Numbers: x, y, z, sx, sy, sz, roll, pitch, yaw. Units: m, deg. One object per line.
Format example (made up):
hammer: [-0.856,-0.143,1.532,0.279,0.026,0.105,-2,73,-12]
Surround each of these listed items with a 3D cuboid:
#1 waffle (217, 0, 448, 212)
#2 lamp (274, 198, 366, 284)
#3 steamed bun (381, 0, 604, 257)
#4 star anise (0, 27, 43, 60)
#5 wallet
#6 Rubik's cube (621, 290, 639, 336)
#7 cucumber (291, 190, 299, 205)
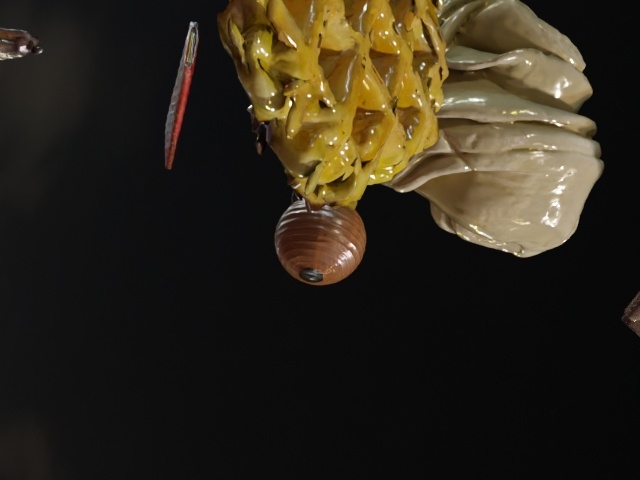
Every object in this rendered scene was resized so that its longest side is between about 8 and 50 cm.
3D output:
waffle: [0.007,-0.215,0.840,0.095,0.382,0.379,-6,-79,23]
lamp: [0.000,0.000,1.646,0.136,0.136,0.136,10,-78,51]
steamed bun: [0.180,-0.140,1.250,0.203,0.276,0.289,125,-43,-56]
star anise: [-0.364,-0.167,0.942,0.102,0.272,0.272,129,-51,-75]
wallet: [-0.201,-0.206,1.627,0.103,0.020,0.196,-91,-164,-44]
Rubik's cube: [0.539,0.057,1.332,0.231,0.225,0.221,44,-39,19]
cucumber: [0.041,-0.158,1.719,0.284,0.056,0.056,-52,-135,-4]
